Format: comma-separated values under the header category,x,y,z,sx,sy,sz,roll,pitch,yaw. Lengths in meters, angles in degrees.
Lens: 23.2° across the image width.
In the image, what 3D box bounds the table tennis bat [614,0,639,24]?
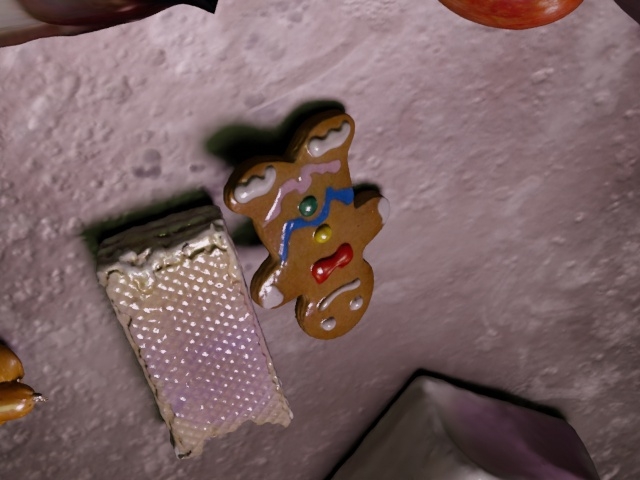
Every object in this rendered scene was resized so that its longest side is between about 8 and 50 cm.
category,x,y,z,sx,sy,sz,roll,pitch,yaw
table tennis bat,0.224,-0.130,1.163,0.119,0.107,0.170,-50,154,-8

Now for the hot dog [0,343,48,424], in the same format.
category,x,y,z,sx,sy,sz,roll,pitch,yaw
hot dog,-0.348,0.133,1.207,0.269,0.072,0.109,-9,134,-12

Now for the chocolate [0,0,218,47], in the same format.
category,x,y,z,sx,sy,sz,roll,pitch,yaw
chocolate,-0.187,-0.223,0.846,0.186,0.283,0.283,-24,134,16

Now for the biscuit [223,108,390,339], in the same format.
category,x,y,z,sx,sy,sz,roll,pitch,yaw
biscuit,0.001,0.000,1.221,0.138,0.031,0.205,-35,135,-22

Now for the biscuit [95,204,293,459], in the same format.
category,x,y,z,sx,sy,sz,roll,pitch,yaw
biscuit,-0.101,0.078,1.260,0.108,0.062,0.239,-19,132,-3

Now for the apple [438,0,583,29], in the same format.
category,x,y,z,sx,sy,sz,roll,pitch,yaw
apple,0.123,-0.213,1.042,0.131,0.146,0.146,4,131,5

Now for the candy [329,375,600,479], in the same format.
category,x,y,z,sx,sy,sz,roll,pitch,yaw
candy,0.091,0.307,1.471,0.208,0.145,0.359,23,117,-34
